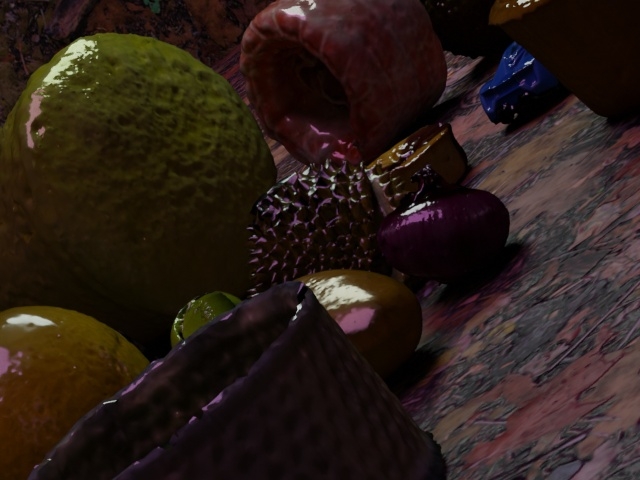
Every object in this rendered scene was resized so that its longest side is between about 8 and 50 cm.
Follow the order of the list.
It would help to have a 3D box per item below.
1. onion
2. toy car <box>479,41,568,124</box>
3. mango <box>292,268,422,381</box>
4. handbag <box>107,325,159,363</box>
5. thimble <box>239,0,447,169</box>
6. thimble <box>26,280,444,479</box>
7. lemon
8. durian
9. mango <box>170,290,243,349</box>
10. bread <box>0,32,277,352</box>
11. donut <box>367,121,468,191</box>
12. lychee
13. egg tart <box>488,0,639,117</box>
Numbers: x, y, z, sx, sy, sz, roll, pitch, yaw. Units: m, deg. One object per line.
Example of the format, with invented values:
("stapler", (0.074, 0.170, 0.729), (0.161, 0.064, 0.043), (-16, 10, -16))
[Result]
("onion", (0.102, -0.013, 1.629), (0.115, 0.104, 0.115), (-19, 10, 3))
("toy car", (0.237, -0.197, 2.053), (0.103, 0.063, 0.216), (-29, 14, 38))
("mango", (0.010, 0.082, 1.552), (0.137, 0.098, 0.195), (-40, 19, -26))
("handbag", (-0.234, 0.133, 1.977), (0.115, 0.139, 0.072), (-29, 22, 31))
("thimble", (0.023, -0.209, 2.346), (0.162, 0.239, 0.239), (-42, 12, -33))
("thimble", (-0.064, 0.161, 1.306), (0.271, 0.150, 0.271), (-36, 11, 8))
("lemon", (-0.261, 0.164, 1.731), (0.240, 0.219, 0.240), (-39, 7, 6))
("durian", (0.000, 0.000, 1.797), (0.237, 0.138, 0.193), (-27, 15, 47))
("mango", (-0.093, 0.102, 1.845), (0.091, 0.074, 0.165), (-45, 24, 5))
("bread", (-0.244, -0.028, 2.184), (0.308, 0.348, 0.348), (-36, 10, 38))
("donut", (0.091, -0.067, 1.989), (0.140, 0.059, 0.140), (-36, 10, 8))
("lychee", (0.180, -0.303, 2.381), (0.171, 0.171, 0.171), (-36, 11, 8))
("egg tart", (0.269, -0.218, 1.762), (0.215, 0.171, 0.215), (-35, 12, 9))
